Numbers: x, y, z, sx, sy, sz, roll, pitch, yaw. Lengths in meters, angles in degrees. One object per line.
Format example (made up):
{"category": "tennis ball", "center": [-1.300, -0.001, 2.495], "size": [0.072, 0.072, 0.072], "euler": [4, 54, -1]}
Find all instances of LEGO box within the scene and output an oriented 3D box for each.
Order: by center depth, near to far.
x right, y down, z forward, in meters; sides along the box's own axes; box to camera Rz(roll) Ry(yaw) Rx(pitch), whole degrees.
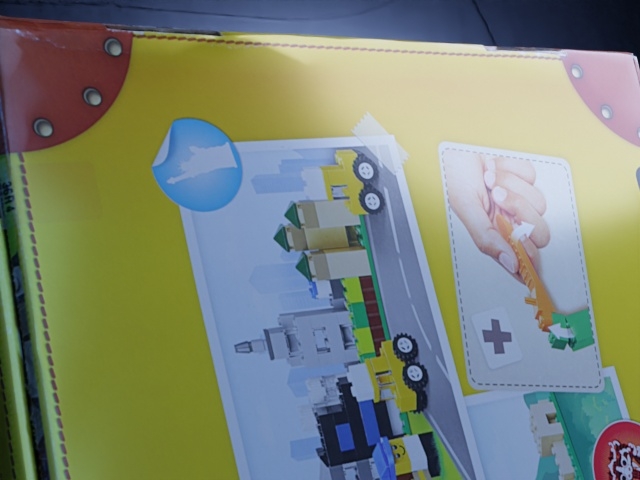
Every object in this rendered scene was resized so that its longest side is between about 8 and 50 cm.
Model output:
{"category": "LEGO box", "center": [0.017, 0.164, 0.605], "size": [0.373, 0.193, 0.500], "euler": [-2, 73, -32]}
